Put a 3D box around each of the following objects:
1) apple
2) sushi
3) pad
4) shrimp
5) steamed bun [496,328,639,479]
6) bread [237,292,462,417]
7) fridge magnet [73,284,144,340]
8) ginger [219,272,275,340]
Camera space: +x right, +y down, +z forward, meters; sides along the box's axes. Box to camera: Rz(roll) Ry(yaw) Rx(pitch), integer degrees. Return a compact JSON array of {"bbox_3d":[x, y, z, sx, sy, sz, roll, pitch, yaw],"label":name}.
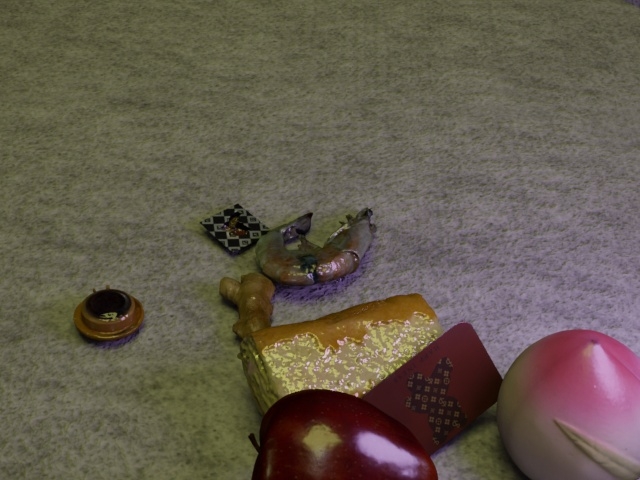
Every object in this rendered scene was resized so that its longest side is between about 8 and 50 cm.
[{"bbox_3d":[0.024,0.395,1.697,0.317,0.288,0.288,18,39,-12],"label":"apple"},{"bbox_3d":[-0.193,-0.021,2.377,0.120,0.026,0.126,-29,53,-35],"label":"sushi"},{"bbox_3d":[0.208,0.284,1.898,0.267,0.181,0.004,-36,16,-16],"label":"pad"},{"bbox_3d":[0.000,0.000,2.317,0.247,0.085,0.360,18,36,30],"label":"shrimp"},{"bbox_3d":[0.464,0.282,1.848,0.309,0.309,0.309,1,40,-1],"label":"steamed bun"},{"bbox_3d":[0.051,0.236,1.957,0.375,0.165,0.236,-15,57,-22],"label":"bread"},{"bbox_3d":[-0.433,0.149,2.133,0.143,0.063,0.143,2,37,-2],"label":"fridge magnet"},{"bbox_3d":[-0.123,0.169,2.123,0.118,0.065,0.299,-13,42,-11],"label":"ginger"}]
